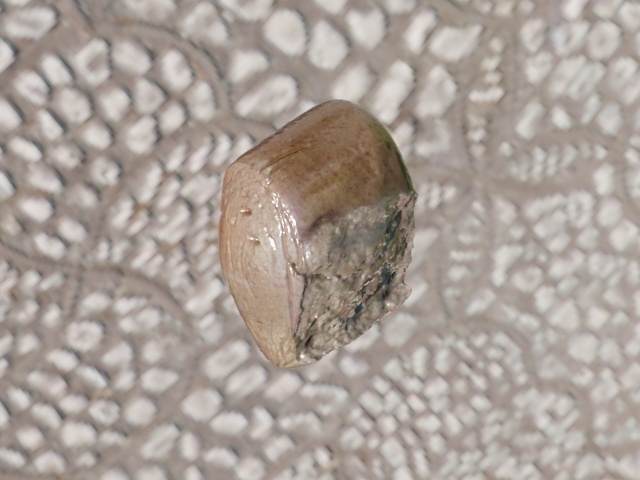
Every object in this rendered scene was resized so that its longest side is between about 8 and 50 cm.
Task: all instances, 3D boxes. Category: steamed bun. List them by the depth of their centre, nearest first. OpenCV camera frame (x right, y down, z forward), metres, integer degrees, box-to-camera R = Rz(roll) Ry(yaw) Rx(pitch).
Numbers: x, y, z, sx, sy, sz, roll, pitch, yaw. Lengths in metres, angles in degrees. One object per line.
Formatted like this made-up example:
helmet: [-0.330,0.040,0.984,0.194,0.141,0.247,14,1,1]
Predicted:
steamed bun: [0.000,0.000,1.312,0.145,0.106,0.175,-35,129,-40]
